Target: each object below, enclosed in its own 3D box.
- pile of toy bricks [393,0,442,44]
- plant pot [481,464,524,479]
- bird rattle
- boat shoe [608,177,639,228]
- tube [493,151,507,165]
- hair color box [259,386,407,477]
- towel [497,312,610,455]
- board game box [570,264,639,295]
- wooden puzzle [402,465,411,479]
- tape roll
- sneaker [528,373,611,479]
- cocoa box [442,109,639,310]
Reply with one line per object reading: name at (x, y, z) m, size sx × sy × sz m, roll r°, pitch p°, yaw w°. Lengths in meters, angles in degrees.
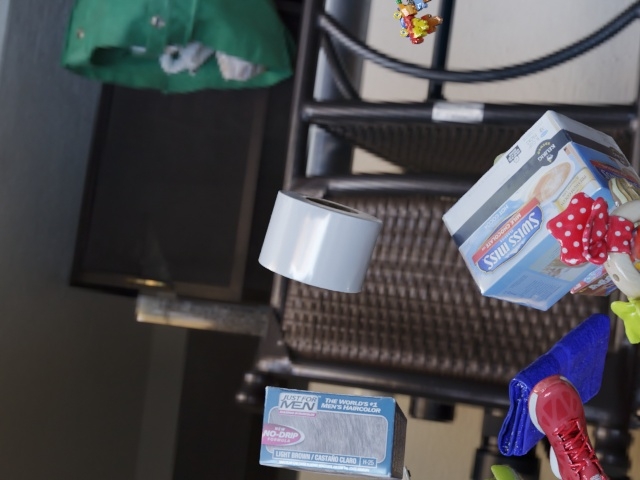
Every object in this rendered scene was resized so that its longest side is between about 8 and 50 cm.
pile of toy bricks at (0.164, -0.439, 1.637) m, size 0.105 × 0.212 × 0.118 m, roll -19°, pitch -179°, yaw 28°
plant pot at (0.403, 0.639, 2.132) m, size 0.228 × 0.207 × 0.227 m, roll 45°, pitch -171°, yaw -26°
bird rattle at (0.474, 0.023, 1.492) m, size 0.207 × 0.253 × 0.143 m, roll -33°, pitch 169°, yaw -29°
boat shoe at (0.567, -0.066, 1.767) m, size 0.072 × 0.068 × 0.190 m, roll -26°, pitch -154°, yaw 17°
tube at (0.464, -0.189, 2.445) m, size 0.062 × 0.070 × 0.240 m, roll 11°, pitch -177°, yaw 7°
hair color box at (0.029, 0.284, 1.416) m, size 0.174 × 0.105 × 0.347 m, roll 3°, pitch 166°, yaw 9°
towel at (0.500, 0.305, 2.069) m, size 0.308 × 0.227 × 0.076 m, roll -31°, pitch -130°, yaw -34°
board game box at (0.716, 0.049, 2.252) m, size 0.145 × 0.027 × 0.281 m, roll 6°, pitch 145°, yaw -40°
wooden puzzle at (0.192, 0.536, 2.188) m, size 0.014 × 0.116 × 0.078 m, roll -11°, pitch 165°, yaw -12°
tape roll at (0.000, 0.000, 2.214) m, size 0.246 × 0.169 × 0.246 m, roll 17°, pitch -172°, yaw -2°
sneaker at (0.382, 0.302, 1.441) m, size 0.087 × 0.221 × 0.128 m, roll -31°, pitch -147°, yaw -4°
cocoa box at (0.477, -0.052, 2.067) m, size 0.231 × 0.228 × 0.347 m, roll 15°, pitch 130°, yaw -39°
